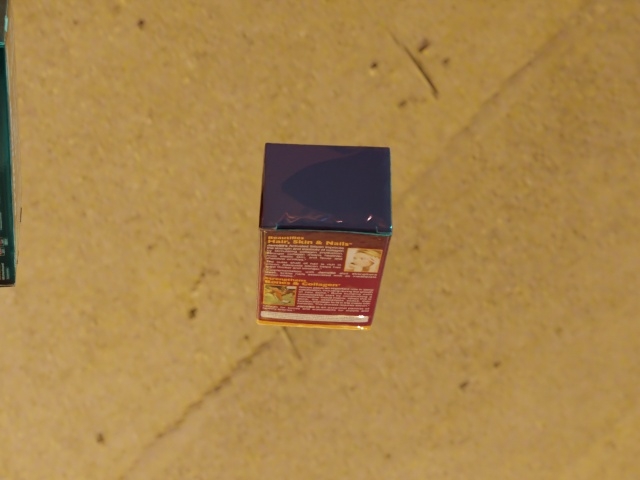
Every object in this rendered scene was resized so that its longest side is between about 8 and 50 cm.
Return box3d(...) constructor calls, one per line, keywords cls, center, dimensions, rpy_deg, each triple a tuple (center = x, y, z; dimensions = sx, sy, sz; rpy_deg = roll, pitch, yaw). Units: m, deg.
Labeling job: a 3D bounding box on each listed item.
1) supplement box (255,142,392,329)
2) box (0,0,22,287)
box3d(cls="supplement box", center=(0.000, 0.000, 1.267), dimensions=(0.104, 0.080, 0.188), rpy_deg=(3, 153, -2))
box3d(cls="box", center=(-0.280, -0.096, 1.286), dimensions=(0.051, 0.175, 0.220), rpy_deg=(-1, 119, -9))
